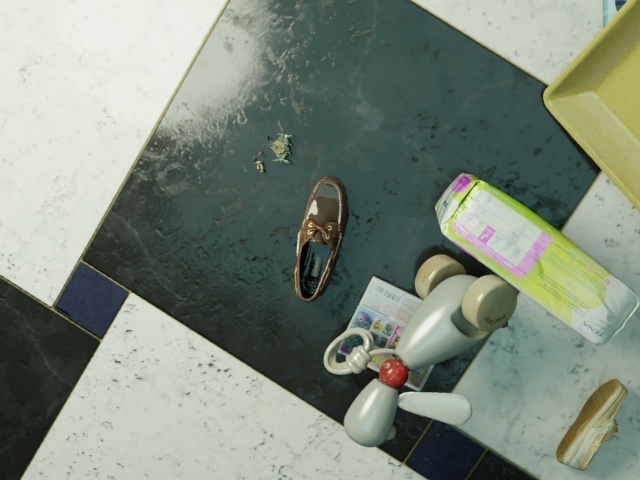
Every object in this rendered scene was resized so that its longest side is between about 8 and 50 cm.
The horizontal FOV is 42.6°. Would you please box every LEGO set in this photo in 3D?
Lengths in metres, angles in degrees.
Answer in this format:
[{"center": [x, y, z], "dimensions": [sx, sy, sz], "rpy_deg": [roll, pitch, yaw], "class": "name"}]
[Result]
[{"center": [-0.075, -0.147, 1.354], "dimensions": [0.083, 0.023, 0.054], "rpy_deg": [-20, 93, 21], "class": "LEGO set"}]

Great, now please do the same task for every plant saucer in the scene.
[{"center": [0.528, -0.190, 1.159], "dimensions": [0.081, 0.333, 0.333], "rpy_deg": [-32, 78, -33], "class": "plant saucer"}]

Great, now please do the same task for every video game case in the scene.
[{"center": [0.127, 0.156, 1.371], "dimensions": [0.157, 0.019, 0.143], "rpy_deg": [26, 99, 1], "class": "video game case"}]

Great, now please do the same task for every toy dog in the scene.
[{"center": [0.181, 0.180, 1.282], "dimensions": [0.333, 0.220, 0.161], "rpy_deg": [-42, 125, 16], "class": "toy dog"}]

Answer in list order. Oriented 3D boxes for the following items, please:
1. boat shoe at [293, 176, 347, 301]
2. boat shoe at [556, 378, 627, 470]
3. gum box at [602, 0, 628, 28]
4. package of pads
[{"center": [0.000, 0.000, 1.338], "dimensions": [0.073, 0.073, 0.207], "rpy_deg": [9, 97, 6], "class": "boat shoe"}, {"center": [0.453, 0.303, 1.338], "dimensions": [0.059, 0.063, 0.170], "rpy_deg": [30, 109, -1], "class": "boat shoe"}, {"center": [0.513, -0.367, 1.253], "dimensions": [0.157, 0.041, 0.184], "rpy_deg": [-4, 98, 5], "class": "gum box"}, {"center": [0.313, 0.018, 1.228], "dimensions": [0.296, 0.229, 0.101], "rpy_deg": [36, 99, 0], "class": "package of pads"}]
